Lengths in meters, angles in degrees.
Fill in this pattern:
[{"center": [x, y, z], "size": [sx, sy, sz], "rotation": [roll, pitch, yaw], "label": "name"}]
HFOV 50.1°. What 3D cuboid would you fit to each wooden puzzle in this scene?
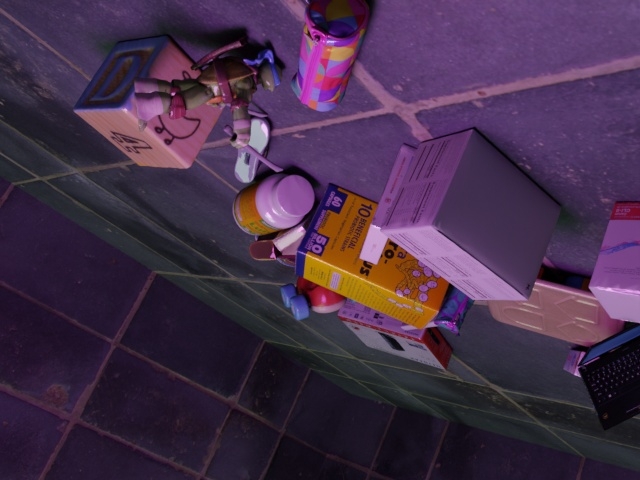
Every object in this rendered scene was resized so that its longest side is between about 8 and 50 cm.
[{"center": [0.553, 0.150, 1.630], "size": [0.348, 0.080, 0.322], "rotation": [20, 161, 29], "label": "wooden puzzle"}]

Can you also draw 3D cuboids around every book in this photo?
[{"center": [-0.053, -0.036, 1.738], "size": [0.096, 0.144, 0.035], "rotation": [-30, 102, 28], "label": "book"}]

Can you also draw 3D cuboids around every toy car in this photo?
[{"center": [-0.009, 0.082, 2.049], "size": [0.210, 0.219, 0.237], "rotation": [-141, 38, -67], "label": "toy car"}]

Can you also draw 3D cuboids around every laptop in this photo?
[{"center": [0.698, 0.274, 1.475], "size": [0.136, 0.234, 0.264], "rotation": [-123, 7, -80], "label": "laptop"}]

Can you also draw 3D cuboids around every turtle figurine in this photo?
[{"center": [-0.201, -0.230, 1.274], "size": [0.267, 0.197, 0.274], "rotation": [-7, 155, -11], "label": "turtle figurine"}]

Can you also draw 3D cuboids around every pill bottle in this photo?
[{"center": [-0.115, -0.092, 1.713], "size": [0.136, 0.136, 0.246], "rotation": [33, 160, -21], "label": "pill bottle"}]

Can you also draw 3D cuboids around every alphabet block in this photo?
[{"center": [-0.351, -0.283, 1.426], "size": [0.194, 0.192, 0.197], "rotation": [10, 157, 42], "label": "alphabet block"}]

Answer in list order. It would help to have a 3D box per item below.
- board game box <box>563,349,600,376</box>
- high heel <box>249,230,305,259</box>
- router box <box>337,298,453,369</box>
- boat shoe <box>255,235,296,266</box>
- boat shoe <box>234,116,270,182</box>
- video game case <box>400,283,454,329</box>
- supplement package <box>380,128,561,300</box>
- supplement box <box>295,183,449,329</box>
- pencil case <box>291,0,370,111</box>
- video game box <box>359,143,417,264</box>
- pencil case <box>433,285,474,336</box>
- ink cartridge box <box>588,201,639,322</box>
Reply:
[{"center": [0.805, 0.366, 1.758], "size": [0.318, 0.065, 0.319], "rotation": [19, 177, 16], "label": "board game box"}, {"center": [0.000, 0.000, 1.913], "size": [0.378, 0.127, 0.181], "rotation": [4, -164, 14], "label": "high heel"}, {"center": [0.270, 0.330, 2.435], "size": [0.336, 0.082, 0.301], "rotation": [12, 157, 34], "label": "router box"}, {"center": [-0.119, 0.026, 2.139], "size": [0.183, 0.066, 0.066], "rotation": [30, 159, -15], "label": "boat shoe"}, {"center": [-0.147, -0.220, 1.543], "size": [0.065, 0.083, 0.183], "rotation": [25, 134, 0], "label": "boat shoe"}, {"center": [0.298, 0.154, 1.795], "size": [0.022, 0.173, 0.190], "rotation": [35, 159, -11], "label": "video game case"}, {"center": [0.281, -0.039, 1.258], "size": [0.262, 0.204, 0.145], "rotation": [35, 160, -26], "label": "supplement package"}, {"center": [0.138, 0.044, 1.671], "size": [0.357, 0.194, 0.195], "rotation": [23, 161, 5], "label": "supplement box"}, {"center": [0.009, -0.296, 1.083], "size": [0.105, 0.104, 0.236], "rotation": [24, 162, 2], "label": "pencil case"}, {"center": [0.139, -0.068, 1.386], "size": [0.048, 0.187, 0.205], "rotation": [24, 162, 5], "label": "video game box"}, {"center": [0.325, 0.141, 1.582], "size": [0.065, 0.151, 0.070], "rotation": [34, 167, -13], "label": "pencil case"}, {"center": [0.560, 0.041, 1.166], "size": [0.127, 0.176, 0.128], "rotation": [5, 152, 46], "label": "ink cartridge box"}]
